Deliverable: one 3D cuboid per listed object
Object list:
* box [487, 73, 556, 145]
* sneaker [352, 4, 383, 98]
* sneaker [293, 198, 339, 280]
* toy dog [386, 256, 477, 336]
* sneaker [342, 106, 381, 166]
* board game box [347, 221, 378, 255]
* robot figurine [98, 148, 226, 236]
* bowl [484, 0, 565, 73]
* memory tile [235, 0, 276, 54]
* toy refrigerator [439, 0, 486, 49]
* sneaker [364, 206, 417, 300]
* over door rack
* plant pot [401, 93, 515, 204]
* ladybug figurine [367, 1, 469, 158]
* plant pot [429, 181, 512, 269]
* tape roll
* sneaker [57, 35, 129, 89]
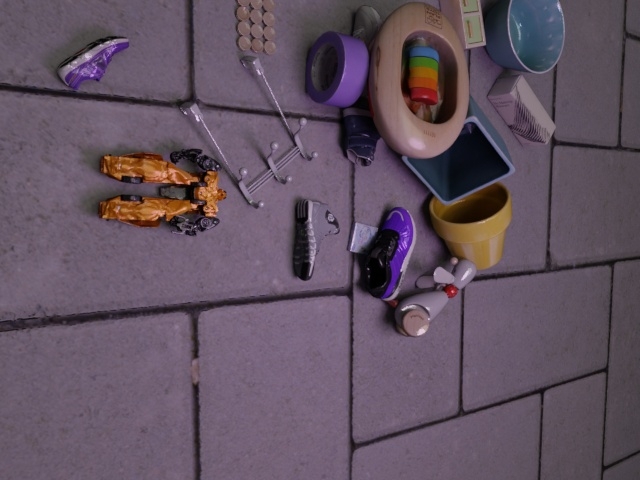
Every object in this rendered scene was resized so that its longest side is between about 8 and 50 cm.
[{"bbox_3d":[0.731,-0.466,1.987,0.275,0.113,0.094,40,73,-28],"label":"box"},{"bbox_3d":[0.111,-0.542,1.574,0.121,0.099,0.262,-6,96,-29],"label":"sneaker"},{"bbox_3d":[0.000,0.000,1.552,0.132,0.086,0.228,1,93,-36],"label":"sneaker"},{"bbox_3d":[0.331,0.164,1.747,0.161,0.220,0.334,45,58,5],"label":"toy dog"},{"bbox_3d":[0.169,-0.296,1.627,0.226,0.086,0.163,2,82,-25],"label":"sneaker"},{"bbox_3d":[0.129,-0.004,1.675,0.090,0.020,0.090,14,87,-36],"label":"board game box"},{"bbox_3d":[-0.365,-0.118,1.294,0.291,0.085,0.211,2,93,-33],"label":"robot figurine"},{"bbox_3d":[0.683,-0.722,1.900,0.312,0.163,0.311,-3,96,-34],"label":"bowl"},{"bbox_3d":[-0.168,-0.564,1.430,0.113,0.012,0.147,-5,97,-34],"label":"memory tile"},{"bbox_3d":[0.460,-0.761,1.787,0.102,0.094,0.269,-20,106,-31],"label":"toy refrigerator"},{"bbox_3d":[0.201,0.035,1.655,0.146,0.102,0.293,16,85,-52],"label":"sneaker"},{"bbox_3d":[-0.164,-0.276,1.402,0.239,0.108,0.324,-45,116,-24],"label":"over door rack"},{"bbox_3d":[0.422,-0.313,1.707,0.248,0.247,0.252,41,38,-29],"label":"plant pot"},{"bbox_3d":[0.254,-0.431,1.502,0.305,0.162,0.449,12,78,-23],"label":"ladybug figurine"},{"bbox_3d":[0.503,-0.041,1.806,0.254,0.254,0.239,-41,131,-24],"label":"plant pot"},{"bbox_3d":[0.042,-0.458,1.475,0.080,0.189,0.188,0,94,-35],"label":"tape roll"},{"bbox_3d":[-0.492,-0.393,1.208,0.170,0.068,0.071,-40,130,-15],"label":"sneaker"}]
